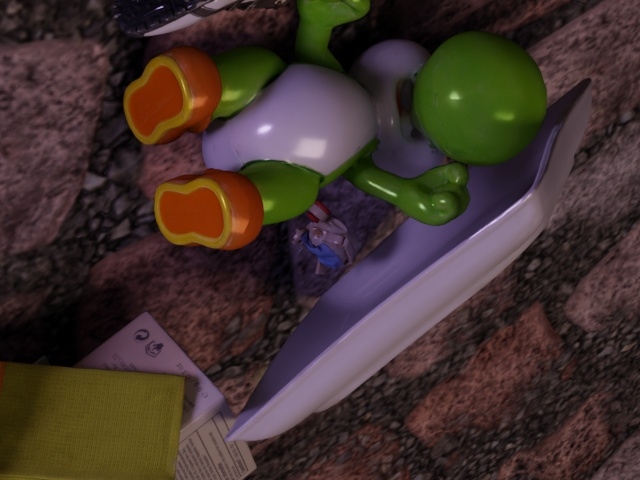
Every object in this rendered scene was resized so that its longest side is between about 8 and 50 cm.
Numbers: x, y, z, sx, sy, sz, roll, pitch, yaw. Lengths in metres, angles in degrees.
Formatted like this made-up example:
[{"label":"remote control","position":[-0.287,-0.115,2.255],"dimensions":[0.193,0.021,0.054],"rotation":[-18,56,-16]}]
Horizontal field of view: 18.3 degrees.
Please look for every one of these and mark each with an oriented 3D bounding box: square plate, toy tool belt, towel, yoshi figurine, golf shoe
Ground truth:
[{"label":"square plate","position":[0.092,0.021,1.696],"dimensions":[0.347,0.049,0.344],"rotation":[-40,-174,23]},{"label":"toy tool belt","position":[0.000,0.000,1.803],"dimensions":[0.051,0.052,0.083],"rotation":[-49,146,-1]},{"label":"towel","position":[-0.231,0.147,1.604],"dimensions":[0.237,0.102,0.021],"rotation":[4,160,1]},{"label":"yoshi figurine","position":[0.041,-0.104,1.596],"dimensions":[0.362,0.203,0.203],"rotation":[-14,132,-39]},{"label":"golf shoe","position":[-0.059,-0.196,1.485],"dimensions":[0.198,0.077,0.094],"rotation":[-33,142,-8]}]

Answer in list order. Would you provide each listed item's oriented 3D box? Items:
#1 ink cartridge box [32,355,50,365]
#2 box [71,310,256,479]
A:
[{"label":"ink cartridge box","position":[-0.317,0.166,1.678],"dimensions":[0.209,0.062,0.109],"rotation":[-37,147,-12]},{"label":"box","position":[-0.220,0.220,1.676],"dimensions":[0.311,0.121,0.148],"rotation":[-37,148,-14]}]
